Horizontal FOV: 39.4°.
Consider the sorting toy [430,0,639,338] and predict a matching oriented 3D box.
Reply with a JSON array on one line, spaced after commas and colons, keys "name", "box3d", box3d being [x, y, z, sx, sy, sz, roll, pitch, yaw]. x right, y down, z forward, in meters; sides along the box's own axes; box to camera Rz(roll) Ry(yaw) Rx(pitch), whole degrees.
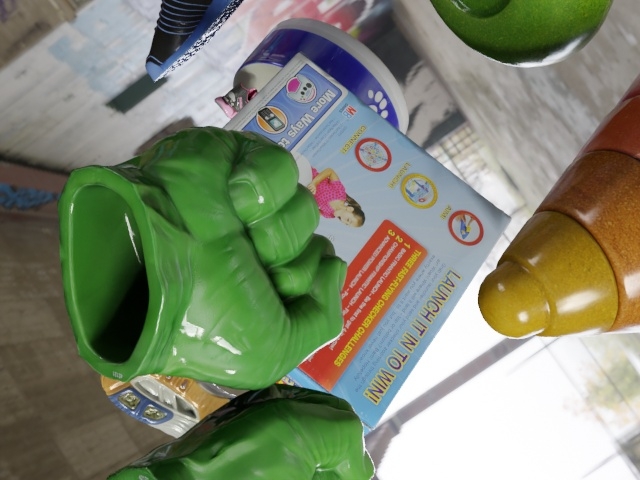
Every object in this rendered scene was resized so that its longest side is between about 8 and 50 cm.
[{"name": "sorting toy", "box3d": [0.050, -0.098, 0.371, 0.365, 0.126, 0.127, 58, 159, 18]}]

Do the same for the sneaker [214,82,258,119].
[{"name": "sneaker", "box3d": [-0.107, -0.195, 1.312, 0.047, 0.057, 0.119, 45, -175, 20]}]

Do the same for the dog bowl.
[{"name": "dog bowl", "box3d": [-0.002, -0.208, 1.382, 0.265, 0.104, 0.265, 30, 155, 16]}]

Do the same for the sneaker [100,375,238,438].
[{"name": "sneaker", "box3d": [-0.145, 0.219, 1.130, 0.296, 0.112, 0.131, 44, 172, -11]}]

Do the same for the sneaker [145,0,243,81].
[{"name": "sneaker", "box3d": [-0.176, -0.308, 1.181, 0.090, 0.232, 0.081, 49, -143, -5]}]

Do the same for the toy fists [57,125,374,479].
[{"name": "toy fists", "box3d": [-0.042, 0.078, 0.478, 0.142, 0.096, 0.279, -14, -83, -52]}]

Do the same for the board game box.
[{"name": "board game box", "box3d": [0.000, 0.000, 0.937, 0.302, 0.308, 0.086, 39, 149, 1]}]
